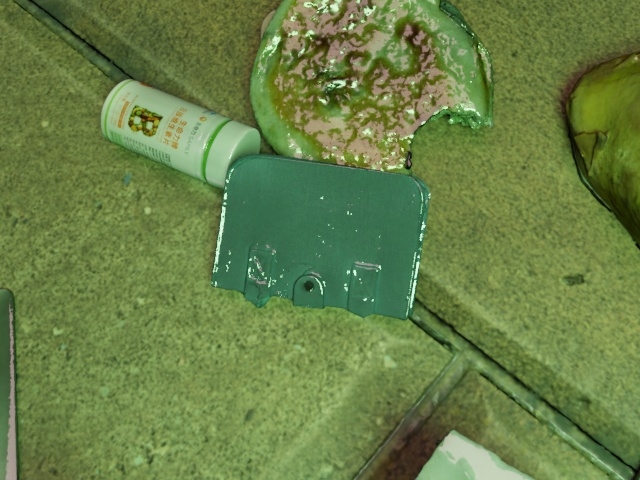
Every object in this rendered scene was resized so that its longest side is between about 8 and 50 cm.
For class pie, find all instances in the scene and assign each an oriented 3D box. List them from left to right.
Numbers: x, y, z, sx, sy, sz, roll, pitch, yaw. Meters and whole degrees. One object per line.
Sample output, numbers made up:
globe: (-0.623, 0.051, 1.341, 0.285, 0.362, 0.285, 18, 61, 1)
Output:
pie: (0.056, -0.191, 0.889, 0.302, 0.067, 0.303, -1, 83, 7)

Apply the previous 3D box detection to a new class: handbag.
handbag: (0.000, 0.000, 0.824, 0.229, 0.062, 0.179, 10, 93, 11)

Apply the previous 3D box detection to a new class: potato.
potato: (0.421, -0.120, 0.794, 0.246, 0.196, 0.300, -27, 66, -7)

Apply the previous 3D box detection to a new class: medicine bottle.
medicine bottle: (-0.173, -0.131, 0.907, 0.183, 0.086, 0.086, 23, 72, 14)

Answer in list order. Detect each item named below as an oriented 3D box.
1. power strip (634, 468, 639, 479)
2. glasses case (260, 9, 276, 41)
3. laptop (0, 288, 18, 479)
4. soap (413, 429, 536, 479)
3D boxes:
power strip: (0.430, 0.239, 0.713, 0.198, 0.064, 0.213, 31, 75, 18)
glasses case: (0.022, -0.275, 0.967, 0.204, 0.051, 0.081, -6, 68, 3)
laptop: (-0.437, 0.196, 0.835, 0.187, 0.015, 0.269, -12, 67, 0)
soap: (0.089, 0.321, 0.607, 0.159, 0.258, 0.302, 33, 75, 15)
